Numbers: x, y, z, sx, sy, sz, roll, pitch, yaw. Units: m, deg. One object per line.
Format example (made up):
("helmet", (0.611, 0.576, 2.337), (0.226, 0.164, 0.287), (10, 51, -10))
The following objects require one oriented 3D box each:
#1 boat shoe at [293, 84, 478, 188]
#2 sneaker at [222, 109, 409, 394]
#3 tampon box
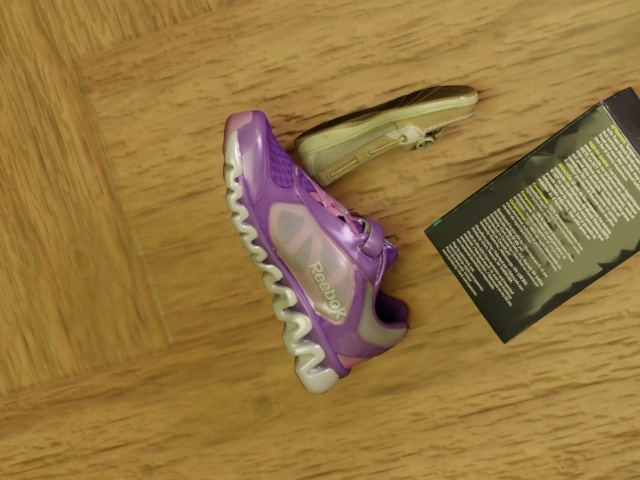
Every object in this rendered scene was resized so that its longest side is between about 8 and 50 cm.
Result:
("boat shoe", (0.053, -0.078, 1.339), (0.153, 0.056, 0.048), (-16, 102, 24))
("sneaker", (0.000, 0.000, 1.342), (0.105, 0.095, 0.236), (-18, 114, 12))
("tampon box", (0.178, -0.020, 1.269), (0.161, 0.120, 0.101), (-37, 87, 22))
